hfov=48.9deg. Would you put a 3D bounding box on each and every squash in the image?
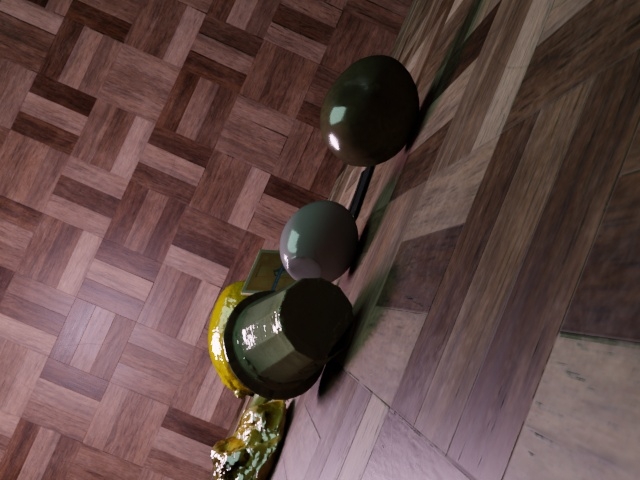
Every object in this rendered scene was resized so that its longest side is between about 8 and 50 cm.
[{"bbox_3d":[-0.145,0.423,1.922,0.066,0.066,0.252,-70,6,-46],"label":"squash"}]

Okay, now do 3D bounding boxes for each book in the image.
[{"bbox_3d":[-0.085,0.093,1.948,0.018,0.242,0.170,72,-152,-43],"label":"book"}]

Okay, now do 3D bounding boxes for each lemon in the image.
[{"bbox_3d":[-0.187,0.267,2.019,0.316,0.286,0.285,66,146,34],"label":"lemon"}]

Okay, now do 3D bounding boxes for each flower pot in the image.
[{"bbox_3d":[-0.042,0.169,1.259,0.203,0.212,0.212,-34,30,57],"label":"flower pot"}]

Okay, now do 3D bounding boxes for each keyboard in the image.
[{"bbox_3d":[0.114,-0.130,2.021,0.072,0.023,0.231,-51,15,51],"label":"keyboard"}]

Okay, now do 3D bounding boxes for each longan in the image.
[{"bbox_3d":[0.108,-0.284,1.541,0.246,0.215,0.245,-174,90,-81],"label":"longan"}]

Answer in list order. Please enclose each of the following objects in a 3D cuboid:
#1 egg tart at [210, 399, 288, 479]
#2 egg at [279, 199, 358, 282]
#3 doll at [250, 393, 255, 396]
[{"bbox_3d":[-0.167,0.468,1.572,0.297,0.132,0.297,-60,8,15],"label":"egg tart"},{"bbox_3d":[0.000,0.000,1.617,0.231,0.176,0.176,-65,1,-54],"label":"egg"},{"bbox_3d":[-0.182,0.384,2.300,0.182,0.117,0.257,146,147,-80],"label":"doll"}]
